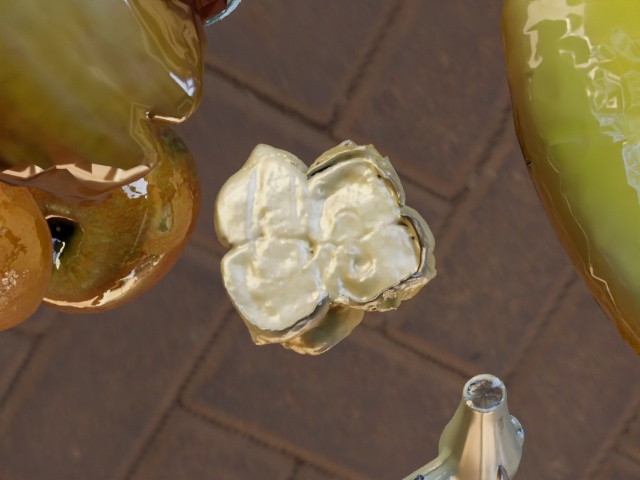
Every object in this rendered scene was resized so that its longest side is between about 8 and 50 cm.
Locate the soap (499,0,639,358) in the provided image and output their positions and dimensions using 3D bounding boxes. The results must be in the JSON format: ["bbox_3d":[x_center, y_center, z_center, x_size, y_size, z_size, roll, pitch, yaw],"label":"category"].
[{"bbox_3d":[0.251,-0.023,0.622,0.427,0.306,0.115,16,150,-20],"label":"soap"}]

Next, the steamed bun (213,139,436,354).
[{"bbox_3d":[0.000,0.000,1.621,0.177,0.106,0.192,-28,70,3],"label":"steamed bun"}]

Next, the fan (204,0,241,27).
[{"bbox_3d":[-0.041,-0.130,0.736,0.133,0.005,0.085,-21,99,-27],"label":"fan"}]

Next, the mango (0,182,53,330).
[{"bbox_3d":[-0.258,0.007,1.279,0.141,0.102,0.217,-55,148,-9],"label":"mango"}]

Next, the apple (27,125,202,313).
[{"bbox_3d":[-0.238,-0.045,1.901,0.236,0.207,0.237,9,119,16],"label":"apple"}]

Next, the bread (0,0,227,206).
[{"bbox_3d":[-0.104,-0.178,0.396,0.167,0.277,0.324,-38,104,1],"label":"bread"}]

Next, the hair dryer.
[{"bbox_3d":[0.070,0.167,1.370,0.199,0.067,0.167,-22,150,-24],"label":"hair dryer"}]
